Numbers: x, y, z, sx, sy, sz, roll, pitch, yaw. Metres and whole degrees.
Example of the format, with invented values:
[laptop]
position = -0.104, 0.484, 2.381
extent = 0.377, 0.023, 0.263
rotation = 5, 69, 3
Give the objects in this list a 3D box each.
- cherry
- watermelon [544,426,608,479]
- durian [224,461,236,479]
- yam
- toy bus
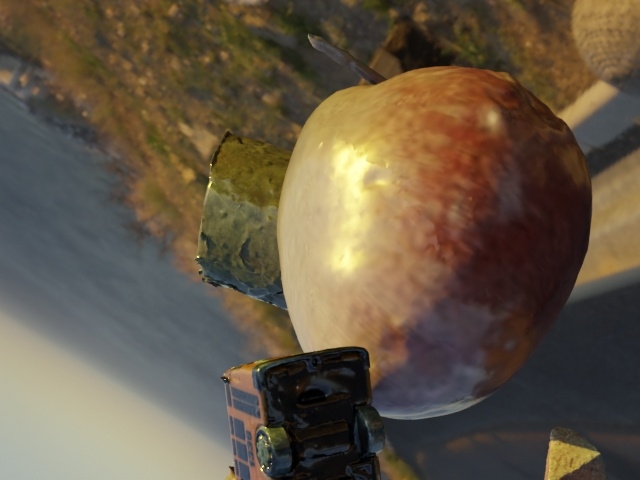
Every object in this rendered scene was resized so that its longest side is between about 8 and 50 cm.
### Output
[cherry]
position = 0.089, 0.003, 1.045
extent = 0.291, 0.335, 0.326
rotation = 26, 171, -27
[watermelon]
position = 0.292, 0.342, 1.291
extent = 0.154, 0.241, 0.094
rotation = -10, -166, -31
[durian]
position = -0.022, 0.271, 1.087
extent = 0.139, 0.252, 0.144
rotation = -2, 178, -35
[yam]
position = 0.000, 0.000, 1.314
extent = 0.300, 0.195, 0.195
rotation = 18, 164, 14
[toy bus]
position = -0.010, 0.181, 0.836
extent = 0.098, 0.201, 0.114
rotation = -8, -177, -24
